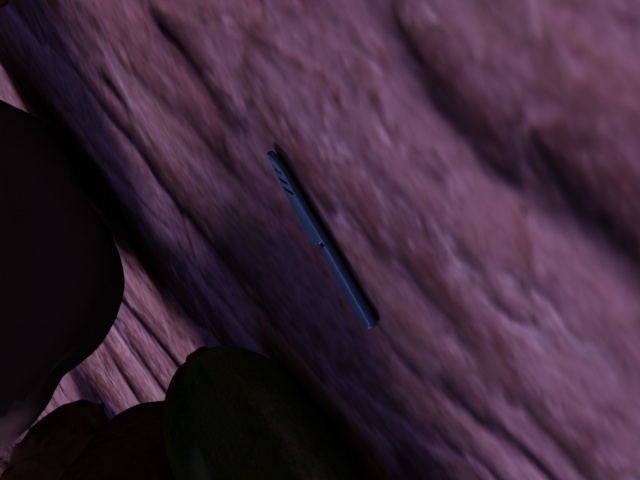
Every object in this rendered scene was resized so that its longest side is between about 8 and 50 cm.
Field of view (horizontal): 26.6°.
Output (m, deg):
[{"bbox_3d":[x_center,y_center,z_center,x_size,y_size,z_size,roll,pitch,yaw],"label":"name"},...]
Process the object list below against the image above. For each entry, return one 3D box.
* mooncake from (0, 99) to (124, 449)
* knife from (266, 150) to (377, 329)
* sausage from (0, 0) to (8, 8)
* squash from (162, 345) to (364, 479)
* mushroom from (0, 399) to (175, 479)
[{"bbox_3d":[-0.274,0.027,0.940,0.275,0.275,0.135,55,168,10],"label":"mooncake"},{"bbox_3d":[0.000,0.000,0.597,0.091,0.005,0.014,60,160,-5],"label":"knife"},{"bbox_3d":[-0.262,-0.213,0.751,0.123,0.123,0.253,30,149,55],"label":"sausage"},{"bbox_3d":[0.019,0.211,0.696,0.378,0.101,0.101,56,163,28],"label":"squash"},{"bbox_3d":[-0.105,0.267,0.868,0.345,0.239,0.345,49,-147,-48],"label":"mushroom"}]
